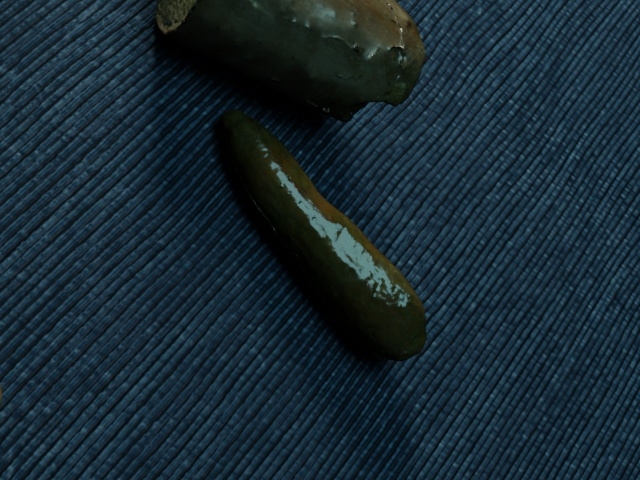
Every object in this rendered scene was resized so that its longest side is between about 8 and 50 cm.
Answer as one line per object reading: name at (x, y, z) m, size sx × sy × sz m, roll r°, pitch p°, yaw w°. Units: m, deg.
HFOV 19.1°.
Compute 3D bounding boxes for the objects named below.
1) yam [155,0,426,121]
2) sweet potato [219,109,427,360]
yam at (-0.029, -0.197, 1.668) m, size 0.238 × 0.129 × 0.128 m, roll 23°, pitch 14°, yaw -34°
sweet potato at (0.000, 0.000, 1.651) m, size 0.273 × 0.075 × 0.075 m, roll 50°, pitch 43°, yaw -10°
